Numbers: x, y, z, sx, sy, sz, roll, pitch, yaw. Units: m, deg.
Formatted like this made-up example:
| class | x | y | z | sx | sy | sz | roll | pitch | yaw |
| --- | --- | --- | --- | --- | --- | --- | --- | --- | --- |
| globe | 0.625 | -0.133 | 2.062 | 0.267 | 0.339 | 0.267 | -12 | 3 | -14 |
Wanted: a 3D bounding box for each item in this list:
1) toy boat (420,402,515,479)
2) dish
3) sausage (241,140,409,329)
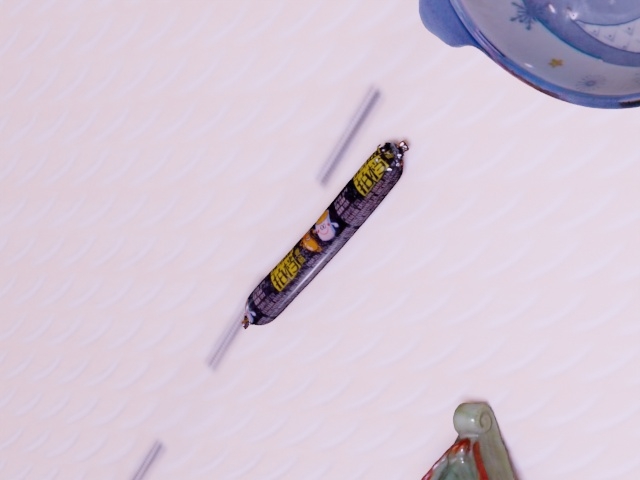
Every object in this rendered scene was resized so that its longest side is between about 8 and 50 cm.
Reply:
| class | x | y | z | sx | sy | sz | roll | pitch | yaw |
| --- | --- | --- | --- | --- | --- | --- | --- | --- | --- |
| toy boat | 0.097 | 0.196 | 1.127 | 0.089 | 0.071 | 0.185 | -1 | 106 | 38 |
| dish | 0.157 | -0.186 | 0.923 | 0.236 | 0.086 | 0.228 | 1 | 105 | 40 |
| sausage | 0.000 | 0.000 | 1.165 | 0.028 | 0.025 | 0.198 | 55 | 131 | 15 |
